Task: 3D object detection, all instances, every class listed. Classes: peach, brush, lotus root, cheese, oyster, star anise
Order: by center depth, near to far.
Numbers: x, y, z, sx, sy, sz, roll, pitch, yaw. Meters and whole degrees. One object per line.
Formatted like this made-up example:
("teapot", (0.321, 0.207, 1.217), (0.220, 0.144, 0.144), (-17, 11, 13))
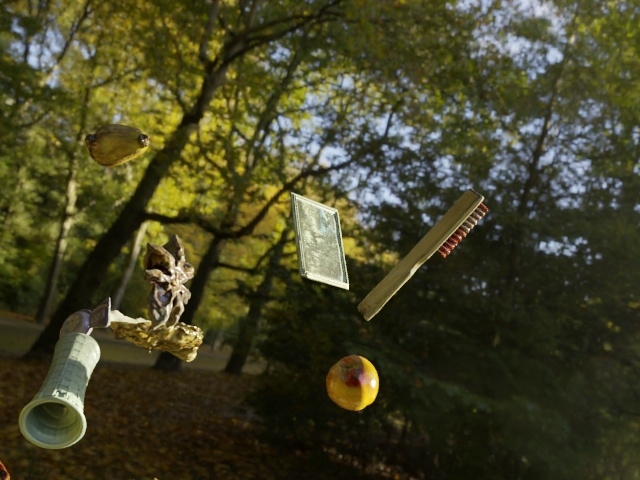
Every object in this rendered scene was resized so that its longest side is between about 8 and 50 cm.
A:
("brush", (0.198, 0.034, 1.427), (0.050, 0.321, 0.060), (42, 5, -28))
("star anise", (-0.341, 0.092, 1.685), (0.073, 0.212, 0.197), (-1, 17, 17))
("lotus root", (-0.490, -0.239, 1.845), (0.191, 0.108, 0.094), (0, -13, 23))
("peach", (0.084, 0.371, 1.909), (0.138, 0.138, 0.138), (15, -9, 2))
("cheese", (-0.647, 0.227, 2.030), (0.191, 0.105, 0.042), (-26, -39, 19))
("oyster", (-0.466, 0.297, 2.255), (0.204, 0.111, 0.396), (-3, -23, 38))

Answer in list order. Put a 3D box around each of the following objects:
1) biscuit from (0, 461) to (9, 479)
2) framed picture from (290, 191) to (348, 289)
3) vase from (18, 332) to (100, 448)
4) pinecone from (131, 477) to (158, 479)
("biscuit", (-0.805, 0.572, 1.687), (0.192, 0.192, 0.049), (16, -32, -5))
("framed picture", (0.000, 0.000, 1.485), (0.011, 0.183, 0.142), (-26, -31, 36))
("vase", (-0.604, 0.341, 1.763), (0.143, 0.143, 0.299), (17, 23, -14))
("pinecone", (-0.442, 0.714, 1.909), (0.229, 0.202, 0.201), (14, 17, -29))
